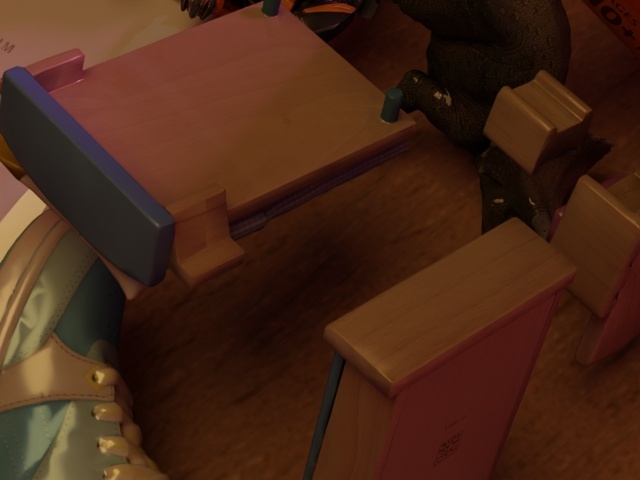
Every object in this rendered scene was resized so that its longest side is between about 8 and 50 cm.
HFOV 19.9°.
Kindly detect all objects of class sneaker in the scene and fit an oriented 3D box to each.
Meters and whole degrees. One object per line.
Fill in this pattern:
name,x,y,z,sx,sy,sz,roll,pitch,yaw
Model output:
sneaker,-0.108,0.142,1.043,0.208,0.127,0.319,9,77,18

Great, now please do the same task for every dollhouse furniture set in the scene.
dollhouse furniture set,0.000,0.000,1.043,0.286,0.198,0.303,-28,58,-35

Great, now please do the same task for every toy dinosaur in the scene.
toy dinosaur,0.098,-0.131,1.117,0.160,0.314,0.121,10,30,41

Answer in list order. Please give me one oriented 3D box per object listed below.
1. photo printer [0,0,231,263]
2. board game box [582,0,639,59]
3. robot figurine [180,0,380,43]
photo printer,-0.212,-0.094,1.217,0.256,0.107,0.307,29,70,24
board game box,0.369,-0.223,0.943,0.356,0.356,0.356,45,75,-5
robot figurine,-0.036,-0.250,1.217,0.211,0.085,0.291,24,45,-4
